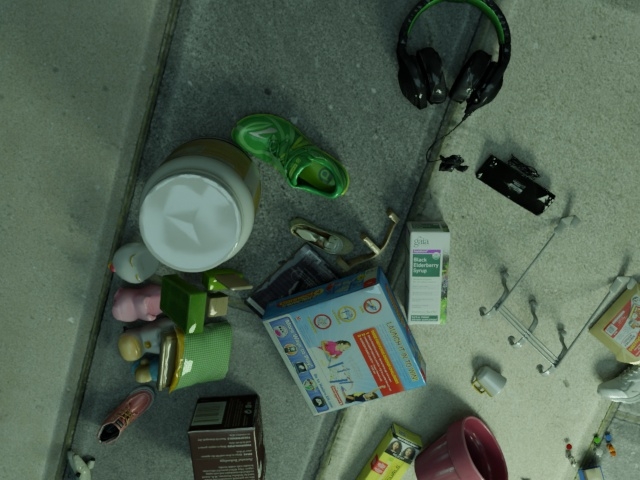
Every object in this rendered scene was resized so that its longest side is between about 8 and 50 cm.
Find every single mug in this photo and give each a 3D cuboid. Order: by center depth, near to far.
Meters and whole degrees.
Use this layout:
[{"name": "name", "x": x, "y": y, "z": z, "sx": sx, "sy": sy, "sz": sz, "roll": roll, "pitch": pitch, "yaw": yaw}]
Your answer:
[{"name": "mug", "x": 0.422, "y": 0.358, "z": 1.959, "sx": 0.064, "sy": 0.062, "sz": 0.078, "roll": 41, "pitch": 97, "yaw": -4}]

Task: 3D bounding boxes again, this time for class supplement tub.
[{"name": "supplement tub", "x": -0.256, "y": -0.082, "z": 1.676, "sx": 0.240, "sy": 0.331, "sz": 0.241, "roll": 0, "pitch": 108, "yaw": 0}]

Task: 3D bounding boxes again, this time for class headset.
[{"name": "headset", "x": 0.285, "y": -0.345, "z": 1.667, "sx": 0.243, "sy": 0.185, "sz": 0.395, "roll": 4, "pitch": 96, "yaw": -1}]

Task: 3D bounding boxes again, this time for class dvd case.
[{"name": "dvd case", "x": -0.055, "y": 0.133, "z": 1.909, "sx": 0.221, "sy": 0.018, "sz": 0.164, "roll": -43, "pitch": 104, "yaw": 12}]

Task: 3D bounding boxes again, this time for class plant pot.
[{"name": "plant pot", "x": 0.347, "y": 0.572, "z": 1.967, "sx": 0.180, "sy": 0.201, "sz": 0.201, "roll": -34, "pitch": 105, "yaw": 26}]

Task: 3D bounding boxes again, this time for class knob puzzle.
[{"name": "knob puzzle", "x": 0.796, "y": 0.222, "z": 1.906, "sx": 0.213, "sy": 0.030, "sz": 0.213, "roll": 2, "pitch": 95, "yaw": 19}]

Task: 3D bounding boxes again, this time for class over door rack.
[{"name": "over door rack", "x": 0.565, "y": 0.133, "z": 1.872, "sx": 0.239, "sy": 0.108, "sz": 0.324, "roll": 43, "pitch": 89, "yaw": -13}]

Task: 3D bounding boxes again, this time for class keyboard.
[{"name": "keyboard", "x": 0.468, "y": -0.142, "z": 1.819, "sx": 0.192, "sy": 0.038, "sz": 0.100, "roll": 31, "pitch": 129, "yaw": -10}]

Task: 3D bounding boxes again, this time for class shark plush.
[{"name": "shark plush", "x": -0.645, "y": 0.629, "z": 2.068, "sx": 0.067, "sy": 0.073, "sz": 0.161, "roll": 17, "pitch": 130, "yaw": 15}]

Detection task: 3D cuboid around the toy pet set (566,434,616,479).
[{"name": "toy pet set", "x": 0.714, "y": 0.582, "z": 2.041, "sx": 0.122, "sy": 0.065, "sz": 0.114, "roll": -12, "pitch": 73, "yaw": 1}]

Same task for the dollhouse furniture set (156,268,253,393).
[{"name": "dollhouse furniture set", "x": -0.267, "y": 0.234, "z": 1.827, "sx": 0.197, "sy": 0.151, "sz": 0.302, "roll": -3, "pitch": 108, "yaw": -37}]

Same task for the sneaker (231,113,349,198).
[{"name": "sneaker", "x": -0.062, "y": -0.191, "z": 1.749, "sx": 0.295, "sy": 0.123, "sz": 0.109, "roll": 29, "pitch": 106, "yaw": -8}]

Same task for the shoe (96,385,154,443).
[{"name": "shoe", "x": -0.497, "y": 0.449, "z": 1.978, "sx": 0.178, "sy": 0.081, "sz": 0.063, "roll": -40, "pitch": 104, "yaw": 12}]

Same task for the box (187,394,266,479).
[{"name": "box", "x": -0.231, "y": 0.521, "z": 1.954, "sx": 0.166, "sy": 0.168, "sz": 0.203, "roll": -4, "pitch": 108, "yaw": 1}]

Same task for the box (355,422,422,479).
[{"name": "box", "x": 0.170, "y": 0.598, "z": 2.036, "sx": 0.087, "sy": 0.058, "sz": 0.232, "roll": 29, "pitch": 106, "yaw": -9}]

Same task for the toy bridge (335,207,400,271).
[{"name": "toy bridge", "x": 0.120, "y": 0.009, "z": 1.855, "sx": 0.188, "sy": 0.026, "sz": 0.063, "roll": -45, "pitch": 122, "yaw": 5}]

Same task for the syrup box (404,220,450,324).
[{"name": "syrup box", "x": 0.253, "y": 0.076, "z": 1.849, "sx": 0.093, "sy": 0.096, "sz": 0.237, "roll": 0, "pitch": 109, "yaw": 1}]

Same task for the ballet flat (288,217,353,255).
[{"name": "ballet flat", "x": 0.000, "y": 0.000, "z": 1.848, "sx": 0.168, "sy": 0.052, "sz": 0.057, "roll": 22, "pitch": 107, "yaw": -7}]

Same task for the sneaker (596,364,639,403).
[{"name": "sneaker", "x": 0.801, "y": 0.334, "z": 1.944, "sx": 0.232, "sy": 0.090, "sz": 0.115, "roll": -12, "pitch": 101, "yaw": -5}]

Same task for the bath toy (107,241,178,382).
[{"name": "bath toy", "x": -0.438, "y": 0.166, "z": 1.872, "sx": 0.151, "sy": 0.129, "sz": 0.349, "roll": -24, "pitch": 115, "yaw": -39}]

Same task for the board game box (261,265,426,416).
[{"name": "board game box", "x": 0.062, "y": 0.249, "z": 1.869, "sx": 0.301, "sy": 0.086, "sz": 0.308, "roll": -19, "pitch": 113, "yaw": 16}]
